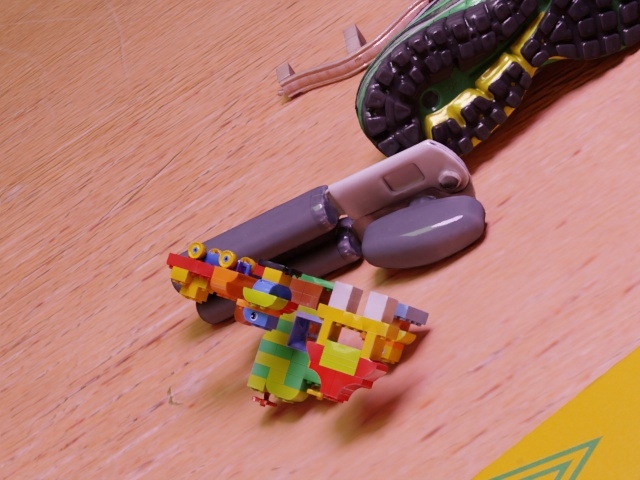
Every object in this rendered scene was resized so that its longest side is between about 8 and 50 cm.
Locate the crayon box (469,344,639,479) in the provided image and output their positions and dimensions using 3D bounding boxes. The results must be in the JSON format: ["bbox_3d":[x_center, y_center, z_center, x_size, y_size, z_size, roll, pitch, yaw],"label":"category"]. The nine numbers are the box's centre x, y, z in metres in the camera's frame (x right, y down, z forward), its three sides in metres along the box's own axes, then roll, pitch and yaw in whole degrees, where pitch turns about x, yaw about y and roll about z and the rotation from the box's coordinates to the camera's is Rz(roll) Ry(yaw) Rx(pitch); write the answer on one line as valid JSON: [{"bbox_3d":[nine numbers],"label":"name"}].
[{"bbox_3d":[0.133,0.189,0.721,0.323,0.203,0.083,-37,28,-2],"label":"crayon box"}]

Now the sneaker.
[{"bbox_3d":[0.166,-0.200,1.346,0.343,0.134,0.146,-33,19,-2],"label":"sneaker"}]

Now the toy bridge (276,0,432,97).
[{"bbox_3d":[0.036,-0.195,1.594,0.188,0.026,0.063,-30,30,12],"label":"toy bridge"}]

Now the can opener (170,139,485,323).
[{"bbox_3d":[0.000,0.000,1.290,0.280,0.074,0.093,-22,32,26],"label":"can opener"}]

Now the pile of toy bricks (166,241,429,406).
[{"bbox_3d":[-0.022,0.077,1.193,0.212,0.118,0.105,15,86,35],"label":"pile of toy bricks"}]
